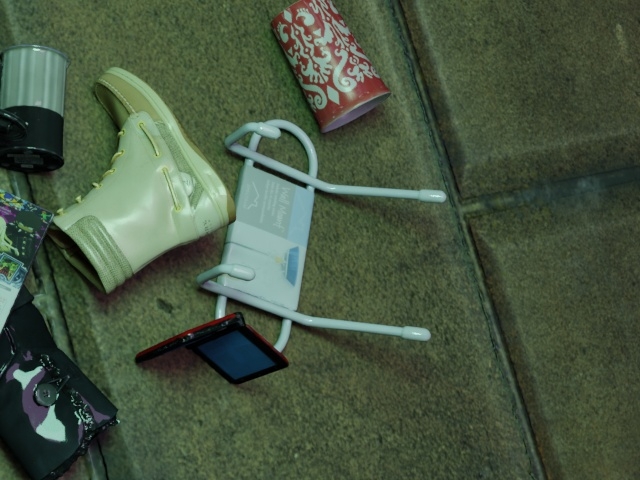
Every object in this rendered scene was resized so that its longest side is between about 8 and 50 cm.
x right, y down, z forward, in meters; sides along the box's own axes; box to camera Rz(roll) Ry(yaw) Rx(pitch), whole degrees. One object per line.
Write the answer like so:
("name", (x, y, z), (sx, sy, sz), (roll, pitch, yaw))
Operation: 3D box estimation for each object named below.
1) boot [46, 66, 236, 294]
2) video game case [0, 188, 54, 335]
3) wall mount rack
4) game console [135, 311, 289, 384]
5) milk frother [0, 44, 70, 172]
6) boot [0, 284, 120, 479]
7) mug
("boot", (-0.254, -0.076, 1.548), (0.203, 0.095, 0.262), (-33, 73, -18))
("video game case", (-0.430, 0.002, 1.382), (0.232, 0.042, 0.210), (25, 44, -13))
("wall mount rack", (0.000, 0.000, 1.677), (0.304, 0.130, 0.350), (21, 65, -27))
("game console", (-0.132, 0.144, 1.533), (0.124, 0.144, 0.085), (-20, 86, -36))
("milk frother", (-0.350, -0.166, 1.488), (0.129, 0.143, 0.134), (8, 71, -27))
("boot", (-0.358, 0.186, 1.400), (0.246, 0.094, 0.207), (-37, 93, -42))
("mug", (0.009, -0.249, 1.796), (0.113, 0.150, 0.169), (-30, 88, 0))
